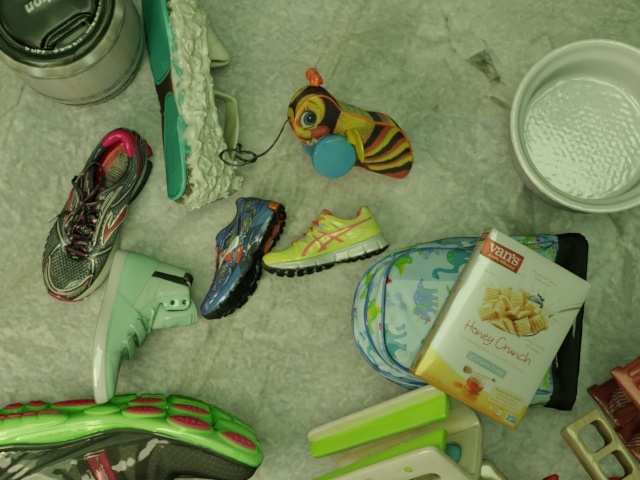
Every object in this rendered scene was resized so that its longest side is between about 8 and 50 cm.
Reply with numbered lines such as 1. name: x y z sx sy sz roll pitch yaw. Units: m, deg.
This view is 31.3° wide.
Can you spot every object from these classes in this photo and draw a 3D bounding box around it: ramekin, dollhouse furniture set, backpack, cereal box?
1. ramekin: 0.433 -0.172 1.828 0.277 0.135 0.277 0 84 1
2. dollhouse furniture set: 0.406 0.309 1.716 0.374 0.201 0.152 -31 75 -9
3. backpack: 0.223 0.117 1.761 0.356 0.273 0.290 5 90 14
4. cereal box: 0.258 0.125 1.633 0.173 0.047 0.240 29 85 -7

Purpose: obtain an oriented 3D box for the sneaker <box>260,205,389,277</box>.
1. sneaker: 0.000 0.000 1.847 0.209 0.081 0.094 -15 82 -11

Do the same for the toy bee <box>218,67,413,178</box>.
1. toy bee: 0.015 -0.181 1.791 0.298 0.195 0.162 -8 122 -36

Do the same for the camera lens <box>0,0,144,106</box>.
1. camera lens: -0.397 -0.336 1.788 0.219 0.274 0.219 0 83 1

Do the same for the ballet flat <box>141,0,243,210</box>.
1. ballet flat: -0.206 -0.251 1.867 0.147 0.147 0.408 -7 86 0

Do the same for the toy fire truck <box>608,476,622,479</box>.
1. toy fire truck: 0.406 0.435 1.784 0.135 0.047 0.192 17 47 41

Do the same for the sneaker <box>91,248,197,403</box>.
1. sneaker: -0.273 0.141 1.797 0.151 0.094 0.255 11 65 -5

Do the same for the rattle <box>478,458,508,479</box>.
1. rattle: 0.263 0.441 1.764 0.130 0.143 0.199 -11 77 -19

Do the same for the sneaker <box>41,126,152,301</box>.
1. sneaker: -0.372 -0.046 1.838 0.121 0.112 0.299 21 85 3

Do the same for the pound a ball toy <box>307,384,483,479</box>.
1. pound a ball toy: 0.084 0.370 1.699 0.319 0.208 0.136 -28 124 34

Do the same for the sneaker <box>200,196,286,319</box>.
1. sneaker: -0.137 0.027 1.851 0.087 0.083 0.221 26 84 23

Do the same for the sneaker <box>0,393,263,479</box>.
1. sneaker: -0.322 0.351 1.779 0.483 0.185 0.202 -3 96 7
